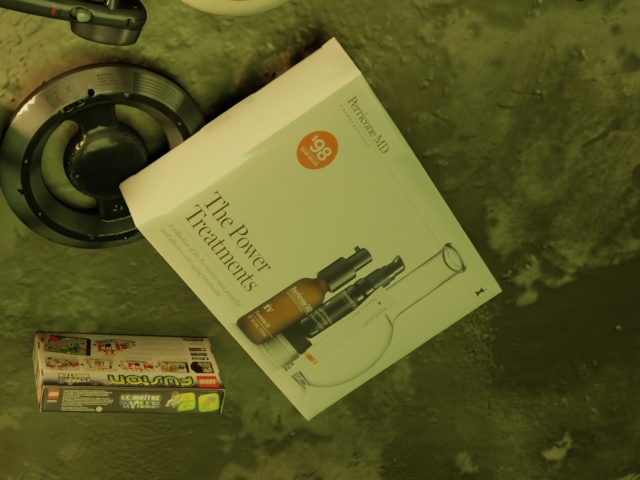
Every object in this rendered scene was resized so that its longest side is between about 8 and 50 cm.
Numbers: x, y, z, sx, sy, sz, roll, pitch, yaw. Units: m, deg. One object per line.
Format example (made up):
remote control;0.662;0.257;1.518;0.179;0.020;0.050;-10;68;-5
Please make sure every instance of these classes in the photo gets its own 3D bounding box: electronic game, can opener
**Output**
electronic game;-0.231;-0.088;1.464;0.229;0.048;0.229;-11;128;-14
can opener;-0.264;-0.238;1.364;0.186;0.059;0.073;10;116;-21

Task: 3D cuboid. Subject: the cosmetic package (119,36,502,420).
cosmetic package;0.000;0.000;1.531;0.284;0.097;0.377;-36;129;3

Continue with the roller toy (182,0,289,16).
roller toy;-0.080;-0.315;1.273;0.209;0.146;0.191;-24;124;-2

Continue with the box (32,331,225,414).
box;-0.221;0.152;1.564;0.207;0.114;0.036;4;118;-17
